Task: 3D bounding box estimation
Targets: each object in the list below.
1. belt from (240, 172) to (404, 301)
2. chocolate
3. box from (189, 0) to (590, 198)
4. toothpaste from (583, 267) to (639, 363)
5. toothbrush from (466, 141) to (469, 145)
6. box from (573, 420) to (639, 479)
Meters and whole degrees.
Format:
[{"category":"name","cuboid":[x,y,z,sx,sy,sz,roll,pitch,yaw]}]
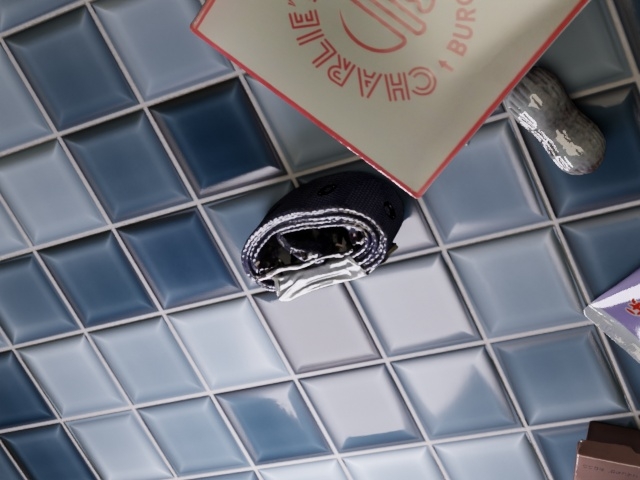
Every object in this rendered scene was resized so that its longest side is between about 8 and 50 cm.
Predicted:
[{"category":"belt","cuboid":[0.000,0.000,1.642,0.231,0.126,0.139,-18,112,29]},{"category":"chocolate","cuboid":[0.288,-0.149,1.461,0.072,0.072,0.167,-33,106,35]},{"category":"box","cuboid":[0.101,-0.298,1.285,0.314,0.300,0.312,36,125,-4]},{"category":"toothpaste","cuboid":[0.494,0.030,1.506,0.125,0.080,0.371,41,133,3]},{"category":"toothbrush","cuboid":[0.152,-0.204,1.515,0.019,0.013,0.193,-7,120,36]},{"category":"box","cuboid":[0.478,0.380,1.730,0.215,0.086,0.215,8,124,16]}]
